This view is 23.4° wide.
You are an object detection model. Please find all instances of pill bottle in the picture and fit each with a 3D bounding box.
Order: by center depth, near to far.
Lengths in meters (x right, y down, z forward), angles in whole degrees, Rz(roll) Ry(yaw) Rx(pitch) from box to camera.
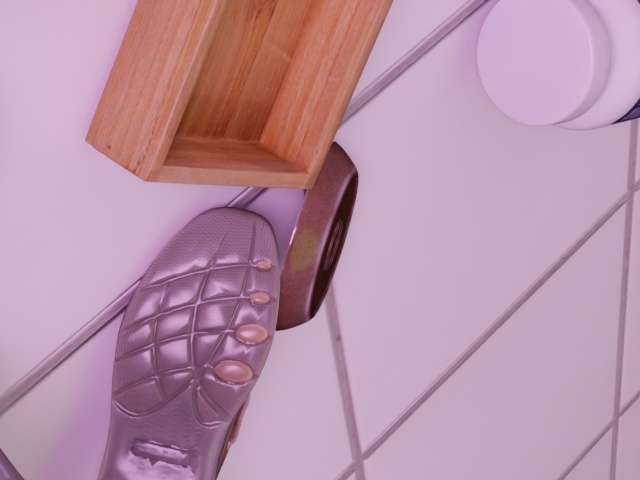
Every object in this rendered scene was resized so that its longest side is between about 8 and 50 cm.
[{"bbox_3d":[0.272,-0.185,1.476,0.265,0.153,0.153,-16,130,-49],"label":"pill bottle"}]

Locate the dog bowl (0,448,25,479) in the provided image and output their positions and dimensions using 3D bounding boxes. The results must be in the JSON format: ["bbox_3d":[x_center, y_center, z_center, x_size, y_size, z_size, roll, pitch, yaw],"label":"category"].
[{"bbox_3d":[-0.297,0.241,0.893,0.349,0.102,0.349,-47,160,-24],"label":"dog bowl"}]

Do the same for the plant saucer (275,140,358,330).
[{"bbox_3d":[0.000,0.000,1.310,0.168,0.029,0.168,16,90,-83],"label":"plant saucer"}]

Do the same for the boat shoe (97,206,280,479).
[{"bbox_3d":[-0.115,0.124,1.272,0.116,0.123,0.324,-89,-161,-84],"label":"boat shoe"}]

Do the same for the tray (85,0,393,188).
[{"bbox_3d":[-0.010,-0.237,1.104,0.203,0.076,0.411,0,119,-56],"label":"tray"}]
